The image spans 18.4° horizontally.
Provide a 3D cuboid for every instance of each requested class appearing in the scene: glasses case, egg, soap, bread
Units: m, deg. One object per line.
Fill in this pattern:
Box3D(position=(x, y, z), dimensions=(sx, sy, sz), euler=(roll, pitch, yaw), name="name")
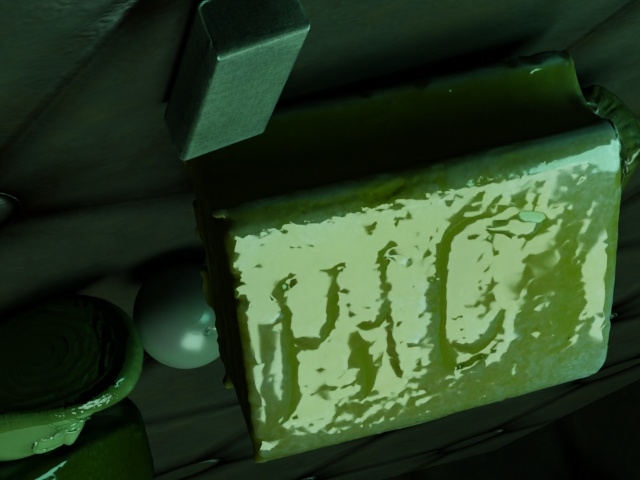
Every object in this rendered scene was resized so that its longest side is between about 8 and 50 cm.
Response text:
Box3D(position=(-0.063, -0.117, 1.375), dimensions=(0.070, 0.047, 0.205), euler=(-20, 167, -15), name="glasses case")
Box3D(position=(-0.132, 0.074, 1.934), dimensions=(0.103, 0.103, 0.135), euler=(-18, 168, -5), name="egg")
Box3D(position=(0.067, 0.015, 1.619), dimensions=(0.335, 0.156, 0.293), euler=(-13, 131, -12), name="soap")
Box3D(position=(-0.364, 0.262, 2.111), dimensions=(0.366, 0.129, 0.382), euler=(-22, -167, -40), name="bread")

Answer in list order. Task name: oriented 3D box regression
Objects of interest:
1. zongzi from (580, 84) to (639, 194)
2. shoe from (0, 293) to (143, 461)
Box3D(position=(0.136, -0.004, 1.795), dimensions=(0.300, 0.145, 0.274), euler=(-33, 171, -26), name="zongzi")
Box3D(position=(-0.282, 0.133, 1.930), dimensions=(0.262, 0.140, 0.128), euler=(-18, 158, 19), name="shoe")
